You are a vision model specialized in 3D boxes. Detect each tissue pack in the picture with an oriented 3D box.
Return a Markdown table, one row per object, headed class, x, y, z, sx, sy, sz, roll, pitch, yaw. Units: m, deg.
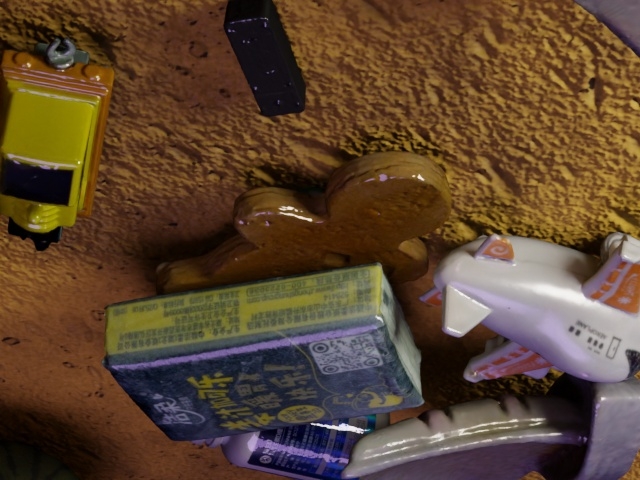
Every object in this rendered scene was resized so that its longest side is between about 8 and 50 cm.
| class | x | y | z | sx | sy | sz | roll | pitch | yaw |
| --- | --- | --- | --- | --- | --- | --- | --- | --- | --- |
| tissue pack | -0.048 | 0.108 | 1.468 | 0.257 | 0.081 | 0.185 | -9 | 149 | 11 |

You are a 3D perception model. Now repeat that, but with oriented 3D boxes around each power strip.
| class | x | y | z | sx | sy | sz | roll | pitch | yaw |
| --- | --- | --- | --- | --- | --- | --- | --- | --- | --- |
| power strip | -0.041 | -0.140 | 1.228 | 0.038 | 0.029 | 0.111 | -5 | 142 | 14 |

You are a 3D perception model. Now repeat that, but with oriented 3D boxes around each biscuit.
| class | x | y | z | sx | sy | sz | roll | pitch | yaw |
| --- | --- | --- | --- | --- | --- | --- | --- | --- | --- |
| biscuit | 0.000 | 0.000 | 1.413 | 0.197 | 0.049 | 0.301 | 16 | 146 | -32 |

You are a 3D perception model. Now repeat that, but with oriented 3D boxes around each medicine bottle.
| class | x | y | z | sx | sy | sz | roll | pitch | yaw |
| --- | --- | --- | --- | --- | --- | --- | --- | --- | --- |
| medicine bottle | -0.034 | 0.186 | 1.636 | 0.191 | 0.107 | 0.107 | 15 | 144 | -15 |

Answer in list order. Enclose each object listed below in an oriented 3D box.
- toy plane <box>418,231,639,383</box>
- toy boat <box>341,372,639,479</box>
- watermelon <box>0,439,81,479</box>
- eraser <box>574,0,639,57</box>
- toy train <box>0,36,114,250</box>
| class | x | y | z | sx | sy | sz | roll | pitch | yaw |
| --- | --- | --- | --- | --- | --- | --- | --- | --- | --- |
| toy plane | 0.207 | 0.064 | 1.427 | 0.245 | 0.117 | 0.244 | 2 | 144 | 2 |
| toy boat | 0.183 | 0.198 | 1.599 | 0.293 | 0.111 | 0.276 | -9 | 162 | 8 |
| watermelon | -0.379 | 0.376 | 1.799 | 0.279 | 0.279 | 0.359 | 12 | 145 | -12 |
| eraser | 0.154 | -0.247 | 1.013 | 0.111 | 0.077 | 0.352 | -27 | 135 | 33 |
| toy train | -0.217 | -0.069 | 1.263 | 0.089 | 0.127 | 0.219 | 10 | 144 | -8 |
